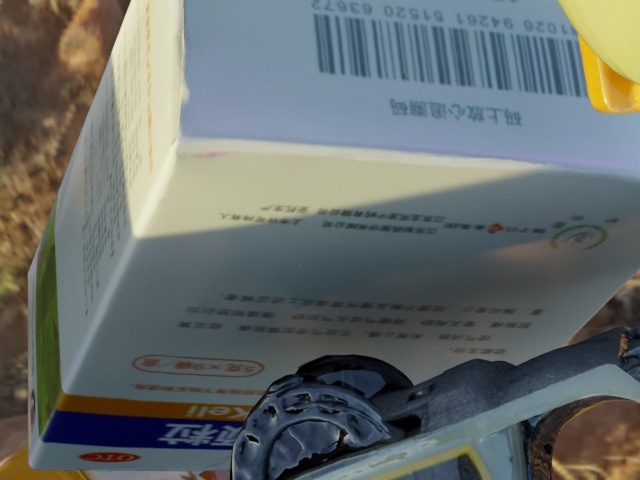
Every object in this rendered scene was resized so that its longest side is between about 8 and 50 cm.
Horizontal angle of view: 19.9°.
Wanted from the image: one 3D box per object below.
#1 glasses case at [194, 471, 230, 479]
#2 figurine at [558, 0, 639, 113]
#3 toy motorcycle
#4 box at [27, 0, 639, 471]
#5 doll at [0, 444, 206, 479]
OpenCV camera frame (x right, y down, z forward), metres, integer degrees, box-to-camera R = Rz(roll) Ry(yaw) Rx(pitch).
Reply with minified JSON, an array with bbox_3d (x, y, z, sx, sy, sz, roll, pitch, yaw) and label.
[{"bbox_3d":[-0.102,0.143,1.231,0.103,0.067,0.267,-23,52,1],"label":"glasses case"},{"bbox_3d":[0.164,-0.093,0.365,0.262,0.154,0.180,-6,123,-12],"label":"figurine"},{"bbox_3d":[0.078,0.092,0.652,0.263,0.091,0.157,-22,90,14],"label":"toy motorcycle"},{"bbox_3d":[0.000,0.000,0.751,0.200,0.299,0.106,4,60,-18],"label":"box"},{"bbox_3d":[-0.129,0.216,0.953,0.213,0.236,0.213,2,98,14],"label":"doll"}]
